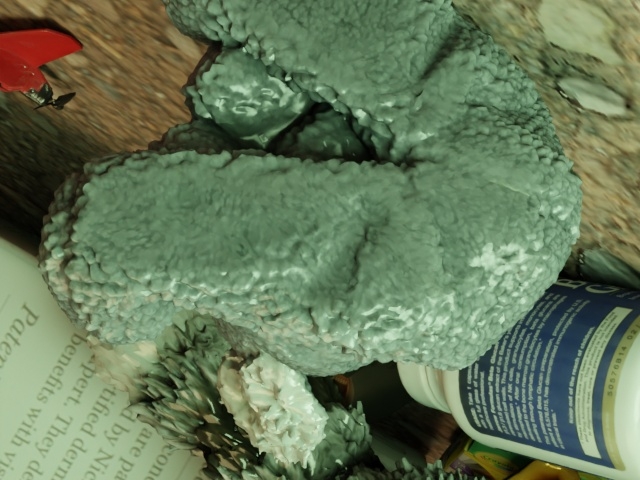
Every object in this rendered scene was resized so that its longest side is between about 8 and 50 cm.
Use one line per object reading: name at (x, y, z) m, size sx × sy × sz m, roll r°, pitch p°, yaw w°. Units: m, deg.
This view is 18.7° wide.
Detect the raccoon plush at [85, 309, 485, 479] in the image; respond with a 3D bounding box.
raccoon plush at (0.040, 0.186, 0.942) m, size 0.446 × 0.216 × 0.299 m, roll 37°, pitch 164°, yaw 1°

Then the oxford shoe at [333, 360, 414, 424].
oxford shoe at (0.028, 0.053, 1.176) m, size 0.076 × 0.076 × 0.212 m, roll 55°, pitch 175°, yaw 25°

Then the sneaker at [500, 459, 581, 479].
sneaker at (0.092, 0.206, 1.155) m, size 0.084 × 0.215 × 0.083 m, roll 30°, pitch 135°, yaw 8°

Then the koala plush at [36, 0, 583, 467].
koala plush at (0.000, 0.000, 0.862) m, size 0.203 × 0.196 × 0.221 m, roll 19°, pitch 158°, yaw 3°

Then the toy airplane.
toy airplane at (-0.201, -0.118, 1.104) m, size 0.151 × 0.028 × 0.151 m, roll 26°, pitch 161°, yaw 10°

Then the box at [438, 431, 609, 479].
box at (0.137, 0.162, 1.311) m, size 0.105 × 0.043 × 0.179 m, roll 30°, pitch 164°, yaw 2°

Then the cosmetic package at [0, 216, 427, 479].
cosmetic package at (-0.170, 0.200, 1.320) m, size 0.393 × 0.327 × 0.329 m, roll 29°, pitch 178°, yaw 3°

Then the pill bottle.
pill bottle at (0.121, 0.066, 0.986) m, size 0.169 × 0.094 × 0.094 m, roll 10°, pitch 154°, yaw 46°
